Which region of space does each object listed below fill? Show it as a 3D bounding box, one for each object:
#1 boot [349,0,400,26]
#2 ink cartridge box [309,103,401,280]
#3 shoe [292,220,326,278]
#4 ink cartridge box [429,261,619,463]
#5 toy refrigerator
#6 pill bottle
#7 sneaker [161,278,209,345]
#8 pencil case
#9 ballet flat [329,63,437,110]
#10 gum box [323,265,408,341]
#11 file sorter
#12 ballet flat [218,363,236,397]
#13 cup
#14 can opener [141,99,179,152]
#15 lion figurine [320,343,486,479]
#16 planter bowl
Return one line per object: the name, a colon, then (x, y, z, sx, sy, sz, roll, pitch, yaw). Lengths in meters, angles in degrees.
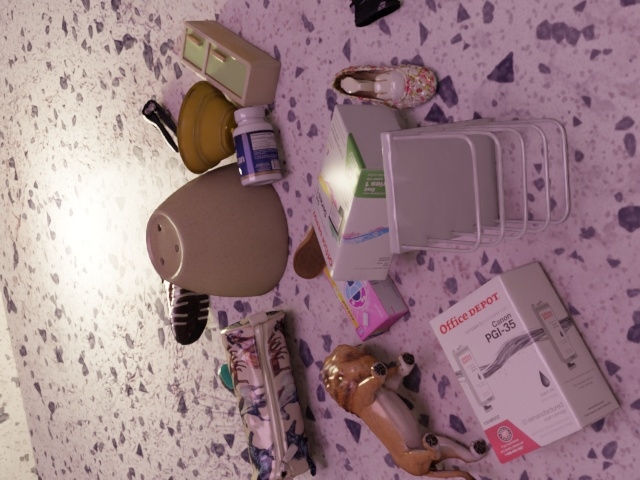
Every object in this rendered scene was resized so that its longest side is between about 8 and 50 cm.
boot: (0.096, -0.471, 1.699, 0.121, 0.045, 0.099, -15, 85, 51)
ink cartridge box: (0.076, -0.087, 1.689, 0.201, 0.117, 0.278, -109, 24, -44)
shoe: (0.000, 0.000, 1.935, 0.076, 0.058, 0.219, 29, 132, 5)
ink cartridge box: (0.341, 0.210, 1.535, 0.207, 0.117, 0.283, -43, 68, 46)
toy refrigerator: (-0.215, -0.408, 2.038, 0.269, 0.094, 0.102, 39, 128, 37)
pill bottle: (-0.146, -0.212, 2.008, 0.094, 0.094, 0.169, -14, 85, 50)
sneaker: (-0.379, 0.133, 2.387, 0.162, 0.106, 0.281, 2, 91, 54)
pencil case: (-0.123, 0.364, 2.085, 0.183, 0.160, 0.410, -7, 95, 67)
ballet flat: (0.112, -0.292, 1.700, 0.241, 0.077, 0.091, 9, 106, 48)
gum box: (0.088, 0.098, 1.844, 0.107, 0.062, 0.188, -48, 64, 44)
file sorter: (0.258, -0.093, 1.433, 0.173, 0.277, 0.193, 4, 103, 45)
ballet flat: (-0.197, 0.385, 2.261, 0.188, 0.070, 0.070, 37, 126, 42)
cup: (-0.270, -0.007, 2.102, 0.331, 0.237, 0.331, 17, 113, 47)
can opener: (-0.406, -0.300, 2.333, 0.059, 0.073, 0.186, -45, 62, 2)
lion figurine: (0.151, 0.362, 1.788, 0.392, 0.142, 0.240, 58, 144, 16)
planter bowl: (-0.236, -0.256, 2.053, 0.090, 0.217, 0.217, 8, 108, 21)
